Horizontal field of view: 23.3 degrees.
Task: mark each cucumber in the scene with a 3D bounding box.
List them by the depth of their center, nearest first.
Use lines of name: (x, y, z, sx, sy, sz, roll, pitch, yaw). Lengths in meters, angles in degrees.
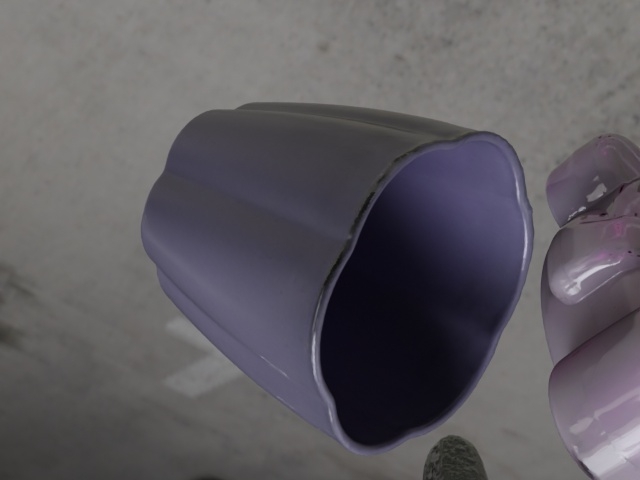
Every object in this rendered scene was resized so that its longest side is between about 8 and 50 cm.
cucumber: (0.137, 0.261, 1.528, 0.074, 0.241, 0.074, -1, 112, -2)

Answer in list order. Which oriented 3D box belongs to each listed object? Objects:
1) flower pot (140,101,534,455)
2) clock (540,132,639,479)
flower pot: (0.000, 0.000, 1.236, 0.243, 0.265, 0.265, 26, 159, 35)
clock: (0.281, 0.083, 1.138, 0.295, 0.322, 0.113, 33, 125, -25)
